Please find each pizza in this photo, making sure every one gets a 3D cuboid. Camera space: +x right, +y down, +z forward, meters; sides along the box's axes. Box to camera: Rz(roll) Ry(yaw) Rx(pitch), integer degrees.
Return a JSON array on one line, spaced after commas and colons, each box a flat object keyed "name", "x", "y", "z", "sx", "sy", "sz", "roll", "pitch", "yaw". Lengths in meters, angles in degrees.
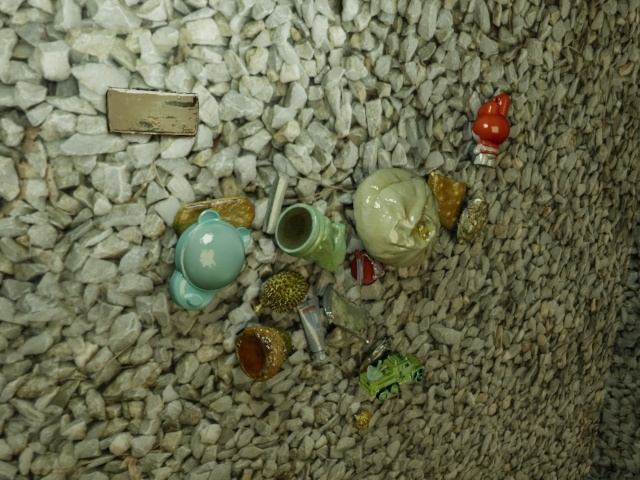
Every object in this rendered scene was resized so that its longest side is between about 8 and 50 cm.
[{"name": "pizza", "x": 0.499, "y": -0.173, "z": 1.848, "sx": 0.197, "sy": 0.058, "sz": 0.292, "roll": -42, "pitch": 124, "yaw": -15}]

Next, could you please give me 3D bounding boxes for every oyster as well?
[{"name": "oyster", "x": 0.623, "y": -0.087, "z": 1.898, "sx": 0.198, "sy": 0.092, "sz": 0.259, "roll": -40, "pitch": 137, "yaw": -32}]

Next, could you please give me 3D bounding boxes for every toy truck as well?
[{"name": "toy truck", "x": 0.286, "y": 0.513, "z": 1.841, "sx": 0.260, "sy": 0.128, "sz": 0.135, "roll": -11, "pitch": 112, "yaw": -27}]

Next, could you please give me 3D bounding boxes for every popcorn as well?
[{"name": "popcorn", "x": 0.166, "y": 0.738, "z": 1.933, "sx": 0.084, "sy": 0.084, "sz": 0.084, "roll": -10, "pitch": 110, "yaw": -29}]

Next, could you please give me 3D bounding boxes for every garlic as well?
[{"name": "garlic", "x": 0.062, "y": 0.358, "z": 1.738, "sx": 0.094, "sy": 0.074, "sz": 0.113, "roll": -36, "pitch": 136, "yaw": -28}]

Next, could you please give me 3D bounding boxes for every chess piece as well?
[{"name": "chess piece", "x": 0.000, "y": 0.000, "z": 1.552, "sx": 0.298, "sy": 0.176, "sz": 0.175, "roll": 29, "pitch": 89, "yaw": -52}]

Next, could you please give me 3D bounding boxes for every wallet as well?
[{"name": "wallet", "x": -0.442, "y": -0.341, "z": 1.244, "sx": 0.232, "sy": 0.031, "sz": 0.121, "roll": -3, "pitch": 111, "yaw": -28}]

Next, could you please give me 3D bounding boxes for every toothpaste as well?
[{"name": "toothpaste", "x": -0.023, "y": 0.325, "z": 1.693, "sx": 0.089, "sy": 0.057, "sz": 0.234, "roll": -20, "pitch": 108, "yaw": -27}]

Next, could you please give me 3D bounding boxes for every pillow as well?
[{"name": "pillow", "x": 0.091, "y": 0.275, "z": 1.708, "sx": 0.059, "sy": 0.169, "sz": 0.255, "roll": -31, "pitch": 130, "yaw": 29}]

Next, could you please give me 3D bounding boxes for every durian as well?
[{"name": "durian", "x": -0.129, "y": 0.180, "z": 1.555, "sx": 0.208, "sy": 0.102, "sz": 0.146, "roll": -28, "pitch": 123, "yaw": -17}]

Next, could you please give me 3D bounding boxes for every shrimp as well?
[{"name": "shrimp", "x": 0.244, "y": 0.488, "z": 1.907, "sx": 0.217, "sy": 0.051, "sz": 0.150, "roll": -50, "pitch": 127, "yaw": 0}]

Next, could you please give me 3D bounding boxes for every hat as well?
[{"name": "hat", "x": 0.208, "y": 0.080, "z": 1.738, "sx": 0.227, "sy": 0.129, "sz": 0.140, "roll": -17, "pitch": 89, "yaw": -45}]

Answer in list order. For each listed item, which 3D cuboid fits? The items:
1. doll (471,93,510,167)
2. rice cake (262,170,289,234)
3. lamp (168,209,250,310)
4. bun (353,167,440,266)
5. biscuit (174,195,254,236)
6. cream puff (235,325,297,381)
[{"name": "doll", "x": 0.667, "y": -0.434, "z": 1.828, "sx": 0.161, "sy": 0.130, "sz": 0.290, "roll": 7, "pitch": 95, "yaw": -30}, {"name": "rice cake", "x": -0.141, "y": -0.120, "z": 1.491, "sx": 0.047, "sy": 0.036, "sz": 0.206, "roll": 5, "pitch": 102, "yaw": -46}, {"name": "lamp", "x": -0.329, "y": 0.067, "z": 1.353, "sx": 0.209, "sy": 0.147, "sz": 0.284, "roll": 33, "pitch": 95, "yaw": -39}, {"name": "bun", "x": 0.285, "y": -0.083, "z": 1.617, "sx": 0.365, "sy": 0.219, "sz": 0.365, "roll": 2, "pitch": 87, "yaw": -40}, {"name": "biscuit", "x": -0.315, "y": -0.067, "z": 1.407, "sx": 0.247, "sy": 0.029, "sz": 0.118, "roll": -12, "pitch": 118, "yaw": -28}, {"name": "cream puff", "x": -0.165, "y": 0.363, "z": 1.554, "sx": 0.169, "sy": 0.183, "sz": 0.183, "roll": -4, "pitch": 108, "yaw": -51}]
